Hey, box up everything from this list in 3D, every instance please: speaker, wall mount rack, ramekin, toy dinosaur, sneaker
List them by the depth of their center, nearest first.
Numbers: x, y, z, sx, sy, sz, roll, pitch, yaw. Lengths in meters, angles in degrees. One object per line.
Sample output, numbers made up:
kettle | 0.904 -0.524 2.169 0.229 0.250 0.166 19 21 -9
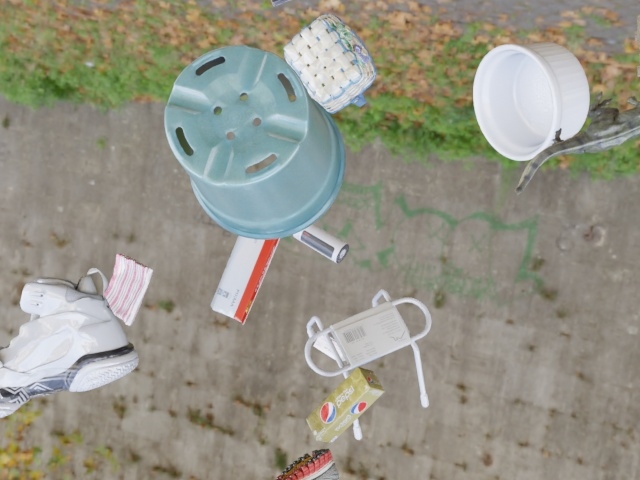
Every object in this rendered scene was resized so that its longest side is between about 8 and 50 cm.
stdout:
toy dinosaur | 0.370 -0.144 0.953 0.268 0.064 0.118 -24 -160 7
sneaker | -0.050 0.436 1.163 0.225 0.093 0.088 -25 178 -35
sneaker | -0.525 0.183 1.248 0.366 0.210 0.137 -15 -175 -13
ramekin | 0.509 -0.341 1.699 0.135 0.277 0.277 -18 -165 -24
wall mount rack | 0.128 0.292 1.723 0.350 0.304 0.130 -19 160 -24
speaker | 0.000 0.000 1.725 0.136 0.055 0.055 31 -169 22

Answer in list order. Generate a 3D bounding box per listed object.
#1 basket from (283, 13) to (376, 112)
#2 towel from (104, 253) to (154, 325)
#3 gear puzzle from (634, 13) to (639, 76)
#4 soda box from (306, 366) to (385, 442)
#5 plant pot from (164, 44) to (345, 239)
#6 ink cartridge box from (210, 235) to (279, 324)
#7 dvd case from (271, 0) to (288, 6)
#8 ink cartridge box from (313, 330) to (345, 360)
basket | 0.032 -0.466 1.887 0.255 0.201 0.289 53 -170 -4
towel | -0.473 0.115 1.707 0.029 0.144 0.197 22 177 -36
gear puzzle | 0.719 -0.424 1.471 0.044 0.339 0.175 -3 178 -3
soda box | 0.054 0.361 1.550 0.058 0.181 0.061 25 -157 -44
plant pot | -0.128 -0.191 1.355 0.341 0.341 0.334 11 174 6
ink cartridge box | -0.197 0.061 1.904 0.091 0.308 0.385 23 174 -8
dvd case | -0.055 -0.584 1.402 0.164 0.221 0.018 -21 164 -2
ink cartridge box | 0.050 0.343 2.312 0.104 0.061 0.181 29 -174 22
